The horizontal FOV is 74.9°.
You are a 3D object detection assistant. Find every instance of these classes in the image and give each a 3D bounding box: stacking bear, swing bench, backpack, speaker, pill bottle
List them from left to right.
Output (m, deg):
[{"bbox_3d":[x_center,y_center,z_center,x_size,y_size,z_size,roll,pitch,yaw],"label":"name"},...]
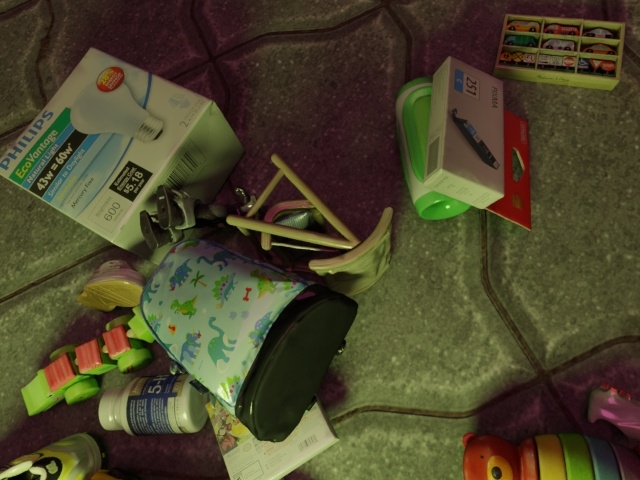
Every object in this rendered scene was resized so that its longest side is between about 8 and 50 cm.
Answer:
[{"bbox_3d":[-0.325,0.323,0.823,0.186,0.112,0.112,-7,70,6],"label":"pill bottle"},{"bbox_3d":[-0.162,0.145,0.788,0.355,0.273,0.290,27,84,47],"label":"backpack"},{"bbox_3d":[0.000,0.000,0.808,0.254,0.253,0.165,29,78,18],"label":"swing bench"},{"bbox_3d":[0.241,-0.201,0.908,0.131,0.131,0.297,-8,70,6],"label":"speaker"},{"bbox_3d":[0.377,0.385,0.666,0.288,0.164,0.176,1,72,21],"label":"stacking bear"}]

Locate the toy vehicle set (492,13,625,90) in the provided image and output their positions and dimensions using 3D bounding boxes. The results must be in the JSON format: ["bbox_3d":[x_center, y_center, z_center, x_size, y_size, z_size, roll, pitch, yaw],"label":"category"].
[{"bbox_3d":[0.560,-0.450,0.990,0.266,0.035,0.166,12,74,13],"label":"toy vehicle set"}]

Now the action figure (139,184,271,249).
[{"bbox_3d":[-0.218,-0.057,0.869,0.185,0.285,0.099,-22,84,35],"label":"action figure"}]

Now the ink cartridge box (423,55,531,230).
[{"bbox_3d":[0.341,-0.198,0.840,0.261,0.066,0.296,19,63,-14],"label":"ink cartridge box"}]

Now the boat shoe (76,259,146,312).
[{"bbox_3d":[-0.431,0.082,0.875,0.277,0.098,0.096,-16,47,44],"label":"boat shoe"}]

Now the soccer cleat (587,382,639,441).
[{"bbox_3d":[0.561,0.317,0.712,0.196,0.068,0.076,22,91,17],"label":"soccer cleat"}]

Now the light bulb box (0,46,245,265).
[{"bbox_3d":[-0.437,-0.186,0.960,0.361,0.225,0.358,26,77,16],"label":"light bulb box"}]

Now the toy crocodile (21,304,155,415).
[{"bbox_3d":[-0.475,0.248,0.877,0.340,0.105,0.115,-30,69,-1],"label":"toy crocodile"}]

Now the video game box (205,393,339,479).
[{"bbox_3d":[-0.096,0.345,0.795,0.205,0.048,0.187,-31,58,-2],"label":"video game box"}]

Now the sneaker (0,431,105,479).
[{"bbox_3d":[-0.618,0.495,0.792,0.384,0.147,0.145,-35,71,-3],"label":"sneaker"}]

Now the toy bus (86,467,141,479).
[{"bbox_3d":[-0.367,0.482,0.707,0.220,0.211,0.150,12,60,19],"label":"toy bus"}]

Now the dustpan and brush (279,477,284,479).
[{"bbox_3d":[-0.072,0.484,0.763,0.147,0.060,0.211,-19,75,13],"label":"dustpan and brush"}]
